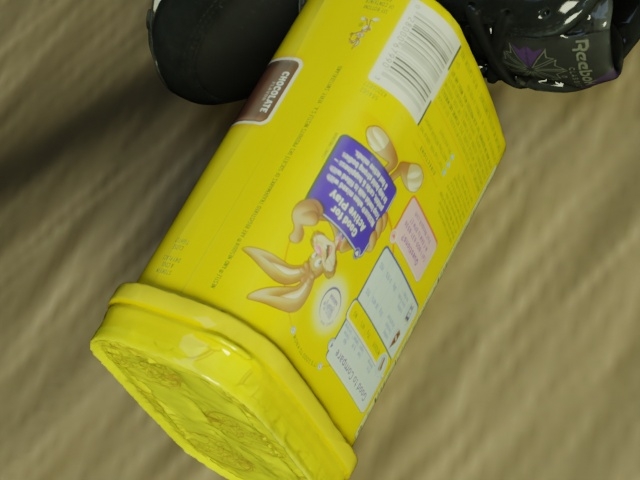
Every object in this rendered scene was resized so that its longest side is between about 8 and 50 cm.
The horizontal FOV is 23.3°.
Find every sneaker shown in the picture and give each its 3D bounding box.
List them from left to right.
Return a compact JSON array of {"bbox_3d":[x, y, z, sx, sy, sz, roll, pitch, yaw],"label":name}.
[{"bbox_3d":[0.064,-0.111,0.644,0.283,0.107,0.124,-25,60,7],"label":"sneaker"}]

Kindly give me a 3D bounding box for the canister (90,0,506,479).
[{"bbox_3d":[0.000,0.000,0.586,0.073,0.126,0.170,16,65,30],"label":"canister"}]
